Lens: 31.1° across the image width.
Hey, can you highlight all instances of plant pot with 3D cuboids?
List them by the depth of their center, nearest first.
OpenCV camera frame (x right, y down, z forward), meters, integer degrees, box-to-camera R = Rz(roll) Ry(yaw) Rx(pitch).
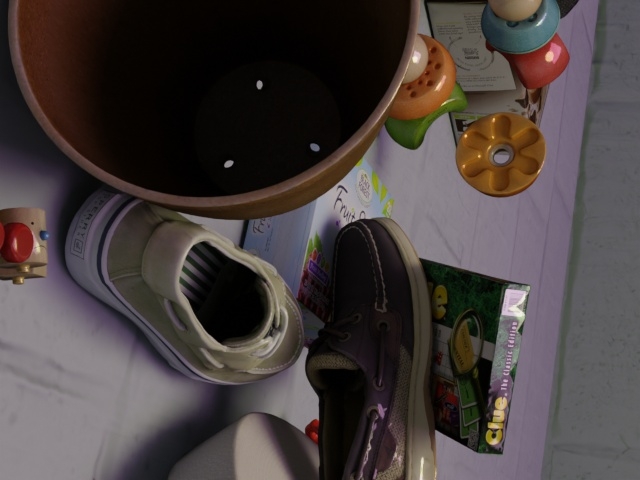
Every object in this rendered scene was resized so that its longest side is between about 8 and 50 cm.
[{"bbox_3d":[-0.050,-0.110,0.773,0.254,0.237,0.237,63,35,-77],"label":"plant pot"}]

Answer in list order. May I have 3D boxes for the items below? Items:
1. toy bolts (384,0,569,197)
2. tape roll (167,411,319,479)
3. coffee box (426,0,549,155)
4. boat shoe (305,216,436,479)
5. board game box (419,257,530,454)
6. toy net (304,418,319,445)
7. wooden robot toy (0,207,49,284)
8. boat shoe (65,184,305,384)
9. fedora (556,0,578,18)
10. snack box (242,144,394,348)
[{"bbox_3d":[0.185,-0.187,1.266,0.228,0.218,0.158,-43,153,-3],"label":"toy bolts"},{"bbox_3d":[0.018,0.316,0.904,0.392,0.072,0.392,55,8,-12],"label":"tape roll"},{"bbox_3d":[0.246,-0.280,1.624,0.297,0.119,0.168,68,34,-50],"label":"coffee box"},{"bbox_3d":[0.034,0.106,0.964,0.092,0.103,0.285,10,64,-27],"label":"boat shoe"},{"bbox_3d":[0.092,0.085,0.997,0.259,0.030,0.136,-166,-94,-67],"label":"board game box"},{"bbox_3d":[0.049,0.201,1.091,0.045,0.122,0.232,-28,164,-29],"label":"toy net"},{"bbox_3d":[-0.189,-0.023,0.606,0.173,0.076,0.079,20,65,-69],"label":"wooden robot toy"},{"bbox_3d":[-0.075,0.054,0.852,0.109,0.094,0.302,-62,151,-6],"label":"boat shoe"},{"bbox_3d":[0.227,-0.372,1.383,0.152,0.334,0.334,-60,168,22],"label":"fedora"},{"bbox_3d":[0.000,0.000,1.103,0.207,0.070,0.174,50,50,-63],"label":"snack box"}]
